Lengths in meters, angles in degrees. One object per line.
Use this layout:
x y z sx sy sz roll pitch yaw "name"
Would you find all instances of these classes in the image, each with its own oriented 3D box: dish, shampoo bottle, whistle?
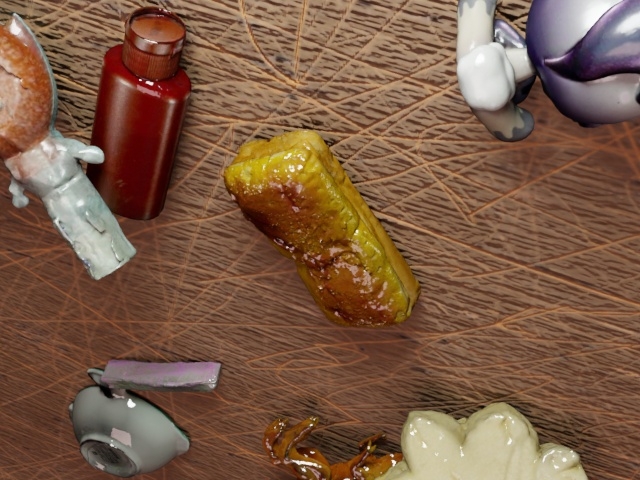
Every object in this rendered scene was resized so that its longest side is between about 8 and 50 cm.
-0.332 0.318 1.522 0.224 0.078 0.246 9 135 17 "dish"
-0.198 -0.134 1.023 0.102 0.064 0.260 29 137 3 "shampoo bottle"
-0.324 -0.111 1.023 0.346 0.142 0.134 58 174 -11 "whistle"

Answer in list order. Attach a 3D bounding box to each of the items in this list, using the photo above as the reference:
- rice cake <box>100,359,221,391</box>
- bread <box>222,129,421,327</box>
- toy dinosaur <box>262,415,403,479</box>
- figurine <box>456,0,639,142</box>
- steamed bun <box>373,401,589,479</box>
-0.236 0.201 1.390 0.206 0.047 0.036 -2 147 27 "rice cake"
0.000 -0.002 1.060 0.139 0.077 0.271 -9 131 34 "bread"
-0.019 0.361 1.361 0.432 0.097 0.208 -34 89 12 "toy dinosaur"
0.216 -0.162 0.765 0.222 0.145 0.145 -10 128 33 "figurine"
0.200 0.348 1.229 0.295 0.137 0.292 -44 84 3 "steamed bun"
